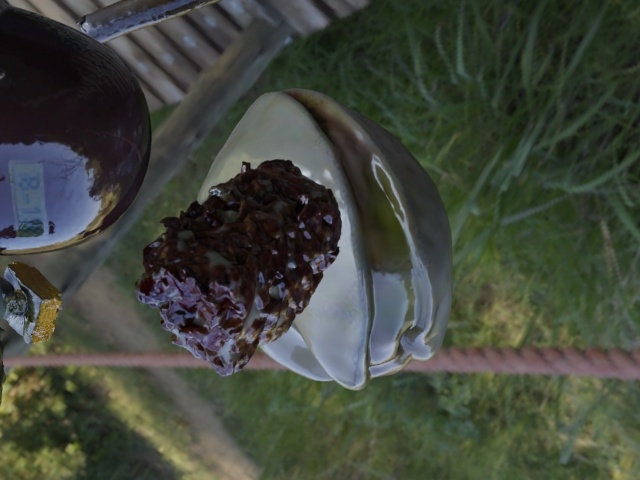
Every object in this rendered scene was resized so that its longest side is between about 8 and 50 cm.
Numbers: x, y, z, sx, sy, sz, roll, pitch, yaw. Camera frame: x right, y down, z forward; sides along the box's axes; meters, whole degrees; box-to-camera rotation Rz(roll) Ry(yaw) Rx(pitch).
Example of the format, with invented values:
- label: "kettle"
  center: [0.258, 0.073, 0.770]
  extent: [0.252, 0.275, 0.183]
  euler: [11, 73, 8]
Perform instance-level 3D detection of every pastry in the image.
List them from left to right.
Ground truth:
- label: "pastry"
  center: [-0.050, 0.012, 0.848]
  extent: [0.097, 0.208, 0.115]
  euler: [15, 120, 24]

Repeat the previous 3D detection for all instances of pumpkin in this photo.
- label: "pumpkin"
  center: [-0.352, 0.074, 1.338]
  extent: [0.083, 0.054, 0.074]
  euler: [38, 124, 32]

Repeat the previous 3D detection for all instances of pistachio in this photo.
- label: "pistachio"
  center: [0.000, 0.000, 1.364]
  extent: [0.445, 0.281, 0.365]
  euler: [-138, 38, -56]

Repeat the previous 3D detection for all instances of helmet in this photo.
- label: "helmet"
  center: [-0.157, -0.051, 0.676]
  extent: [0.106, 0.155, 0.175]
  euler: [12, 122, -5]

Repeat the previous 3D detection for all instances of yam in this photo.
- label: "yam"
  center: [-0.177, -0.300, 1.387]
  extent: [0.264, 0.046, 0.046]
  euler: [-20, 139, 3]

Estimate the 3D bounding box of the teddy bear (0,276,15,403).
- label: "teddy bear"
  center: [-0.301, 0.035, 0.762]
  extent: [0.256, 0.156, 0.267]
  euler: [47, 164, 18]
